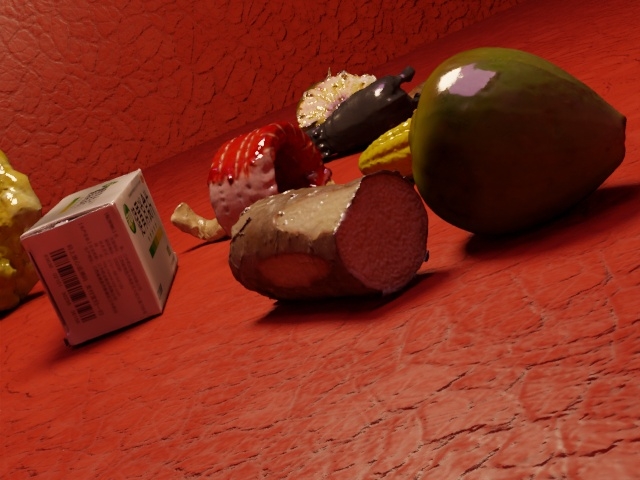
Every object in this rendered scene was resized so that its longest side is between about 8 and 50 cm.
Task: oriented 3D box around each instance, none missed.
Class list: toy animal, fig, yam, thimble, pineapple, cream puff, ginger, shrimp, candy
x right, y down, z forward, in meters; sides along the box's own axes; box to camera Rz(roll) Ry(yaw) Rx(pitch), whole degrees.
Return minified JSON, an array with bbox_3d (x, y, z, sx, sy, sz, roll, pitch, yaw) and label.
[{"bbox_3d":[0.056,-0.229,2.280,0.343,0.106,0.168,-27,5,33],"label":"toy animal"},{"bbox_3d":[0.206,-0.101,1.235,0.230,0.207,0.207,29,42,30],"label":"fig"},{"bbox_3d":[0.001,0.001,1.266,0.129,0.128,0.238,-32,15,-35],"label":"yam"},{"bbox_3d":[-0.081,-0.089,1.737,0.125,0.163,0.189,-17,21,31],"label":"thimble"},{"bbox_3d":[0.037,-0.298,2.430,0.233,0.135,0.079,-22,-28,-5],"label":"pineapple"},{"bbox_3d":[-0.669,-0.008,2.034,0.291,0.324,0.257,11,26,21],"label":"cream puff"},{"bbox_3d":[-0.113,-0.059,1.897,0.288,0.075,0.089,-14,28,17],"label":"ginger"},{"bbox_3d":[0.299,-0.377,2.635,0.219,0.046,0.152,-36,17,-37],"label":"shrimp"},{"bbox_3d":[0.148,-0.142,1.742,0.199,0.094,0.106,-22,-24,27],"label":"candy"}]

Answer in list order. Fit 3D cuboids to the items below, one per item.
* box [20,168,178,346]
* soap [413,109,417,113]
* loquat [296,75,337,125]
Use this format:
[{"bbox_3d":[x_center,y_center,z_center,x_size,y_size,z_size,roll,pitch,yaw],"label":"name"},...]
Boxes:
[{"bbox_3d":[-0.317,0.018,1.666,0.145,0.173,0.333,-22,12,2],"label":"box"},{"bbox_3d":[0.182,-0.269,2.397,0.168,0.033,0.089,-32,9,-37],"label":"soap"},{"bbox_3d":[0.033,-0.300,2.558,0.195,0.152,0.152,-3,21,38],"label":"loquat"}]
